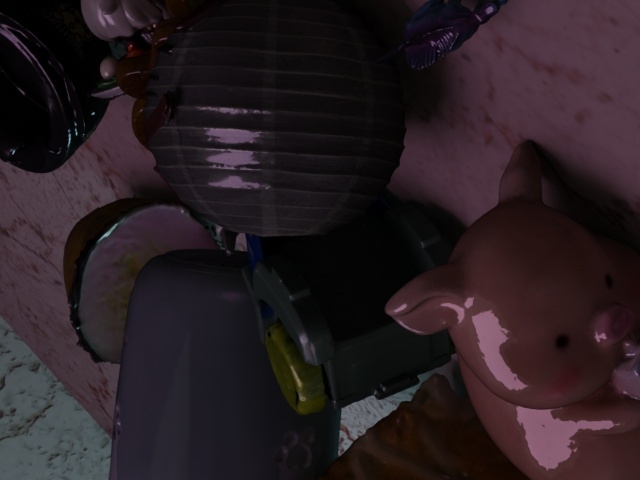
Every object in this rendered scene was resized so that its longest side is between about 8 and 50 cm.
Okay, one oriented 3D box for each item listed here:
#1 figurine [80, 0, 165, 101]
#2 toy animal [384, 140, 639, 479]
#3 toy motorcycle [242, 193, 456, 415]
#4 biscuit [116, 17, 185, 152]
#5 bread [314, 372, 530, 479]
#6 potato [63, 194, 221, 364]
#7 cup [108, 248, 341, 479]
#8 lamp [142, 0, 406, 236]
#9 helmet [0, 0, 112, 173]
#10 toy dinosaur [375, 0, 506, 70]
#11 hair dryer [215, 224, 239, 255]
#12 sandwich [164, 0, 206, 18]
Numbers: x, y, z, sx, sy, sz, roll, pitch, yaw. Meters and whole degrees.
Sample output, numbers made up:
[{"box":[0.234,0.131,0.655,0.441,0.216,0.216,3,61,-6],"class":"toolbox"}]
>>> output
[{"box":[-0.210,-0.235,1.786,0.132,0.132,0.154,2,119,63],"class":"figurine"},{"box":[0.200,0.093,1.430,0.213,0.195,0.256,24,147,34],"class":"toy animal"},{"box":[0.000,0.000,1.718,0.326,0.191,0.200,55,160,42],"class":"toy motorcycle"},{"box":[-0.117,-0.144,1.728,0.179,0.039,0.236,9,148,-7],"class":"biscuit"},{"box":[0.151,0.412,1.849,0.390,0.371,0.279,42,163,27],"class":"bread"},{"box":[-0.242,0.048,2.269,0.229,0.229,0.266,54,174,-15],"class":"potato"},{"box":[-0.083,0.151,2.003,0.259,0.275,0.356,8,-172,18],"class":"cup"},{"box":[-0.040,-0.117,1.500,0.233,0.233,0.265,48,177,1],"class":"lamp"},{"box":[-0.329,-0.212,1.995,0.230,0.160,0.279,51,145,-9],"class":"helmet"},{"box":[0.095,-0.167,1.327,0.045,0.080,0.197,50,160,-11],"class":"toy dinosaur"},{"box":[-0.102,-0.031,1.900,0.155,0.044,0.183,73,-173,-53],"class":"hair dryer"},{"box":[-0.135,-0.237,1.736,0.044,0.031,0.083,37,158,23],"class":"sandwich"}]
